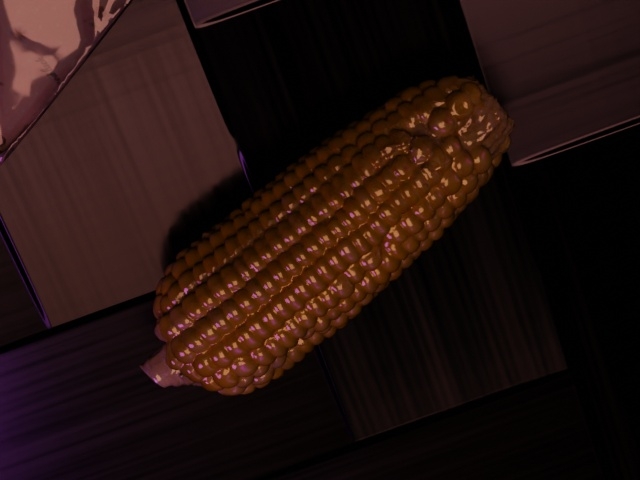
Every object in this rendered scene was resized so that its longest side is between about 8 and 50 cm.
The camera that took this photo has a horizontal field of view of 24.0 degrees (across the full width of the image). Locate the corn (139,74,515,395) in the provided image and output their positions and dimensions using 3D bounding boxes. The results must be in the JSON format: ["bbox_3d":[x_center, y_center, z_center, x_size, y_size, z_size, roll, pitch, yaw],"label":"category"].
[{"bbox_3d":[0.000,0.000,1.166,0.347,0.130,0.130,-40,111,6],"label":"corn"}]

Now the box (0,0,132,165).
[{"bbox_3d":[-0.216,-0.245,1.009,0.225,0.190,0.297,36,105,-20],"label":"box"}]
